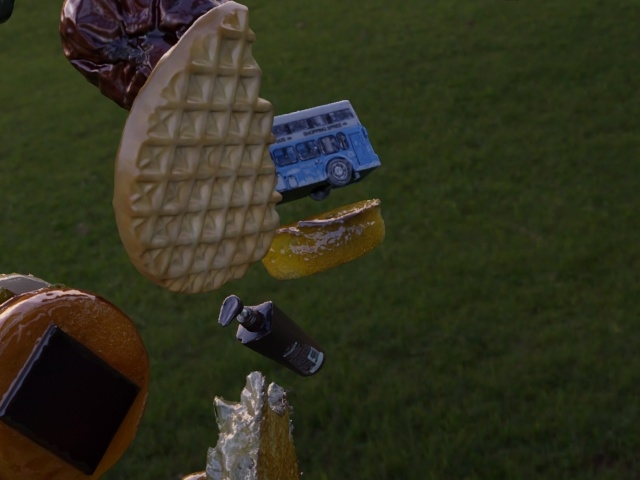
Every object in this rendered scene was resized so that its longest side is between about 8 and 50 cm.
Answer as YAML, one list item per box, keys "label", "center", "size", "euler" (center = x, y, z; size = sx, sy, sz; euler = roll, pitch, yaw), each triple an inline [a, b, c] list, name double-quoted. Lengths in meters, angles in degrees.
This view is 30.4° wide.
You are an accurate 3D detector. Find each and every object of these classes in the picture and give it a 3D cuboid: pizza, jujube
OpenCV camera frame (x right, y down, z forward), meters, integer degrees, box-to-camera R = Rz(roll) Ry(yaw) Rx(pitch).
- label: "pizza"
  center: [-0.080, 0.273, 1.390]
  size: [0.089, 0.323, 0.223]
  euler: [-8, 76, 8]
- label: "jujube"
  center: [-0.220, -0.271, 1.583]
  size: [0.232, 0.213, 0.213]
  euler: [33, 49, 9]

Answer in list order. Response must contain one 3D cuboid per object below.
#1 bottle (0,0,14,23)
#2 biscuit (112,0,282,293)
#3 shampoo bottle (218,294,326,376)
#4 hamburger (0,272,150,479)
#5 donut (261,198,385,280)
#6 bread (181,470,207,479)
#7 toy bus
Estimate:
- label: "bottle"
  center: [-0.331, -0.375, 1.077]
  size: [0.144, 0.336, 0.144]
  euler: [11, 11, -2]
- label: "biscuit"
  center: [-0.116, -0.059, 1.150]
  size: [0.040, 0.309, 0.204]
  euler: [25, 49, 30]
- label: "shampoo bottle"
  center: [-0.077, 0.147, 1.832]
  size: [0.067, 0.236, 0.068]
  euler: [-11, 58, 28]
- label: "hamburger"
  center: [-0.372, 0.180, 1.497]
  size: [0.225, 0.291, 0.291]
  euler: [2, 35, 45]
- label: "donut"
  center: [0.001, 0.001, 1.621]
  size: [0.190, 0.075, 0.174]
  euler: [-19, 3, -32]
- label: "bread"
  center: [-0.146, 0.388, 1.506]
  size: [0.065, 0.103, 0.187]
  euler: [-2, 48, -14]
- label: "toy bus"
  center: [-0.069, -0.111, 1.747]
  size: [0.297, 0.131, 0.106]
  euler: [-17, -8, -25]
